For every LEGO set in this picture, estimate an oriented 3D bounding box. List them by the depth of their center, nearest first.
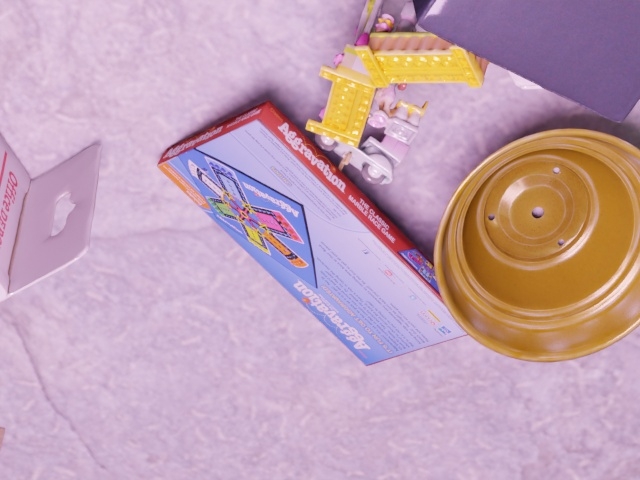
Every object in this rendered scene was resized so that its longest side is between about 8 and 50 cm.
[{"bbox_3d":[0.081,-0.152,1.541,0.132,0.107,0.287,31,149,-17],"label":"LEGO set"}]

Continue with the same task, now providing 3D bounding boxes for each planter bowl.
[{"bbox_3d":[0.198,-0.010,1.673,0.217,0.090,0.217,-3,114,-6],"label":"planter bowl"}]

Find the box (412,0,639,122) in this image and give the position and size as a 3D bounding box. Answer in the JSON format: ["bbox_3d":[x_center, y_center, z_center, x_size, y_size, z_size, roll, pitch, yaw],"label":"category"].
[{"bbox_3d":[0.209,-0.322,1.353,0.179,0.312,0.343,23,120,-22],"label":"box"}]

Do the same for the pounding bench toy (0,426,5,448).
[{"bbox_3d":[-0.349,0.206,1.813,0.083,0.052,0.065,18,118,-10],"label":"pounding bench toy"}]

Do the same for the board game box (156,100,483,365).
[{"bbox_3d":[0.000,0.000,1.680,0.145,0.027,0.281,-21,123,45],"label":"board game box"}]

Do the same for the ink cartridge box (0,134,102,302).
[{"bbox_3d":[-0.365,-0.002,1.607,0.353,0.207,0.119,-26,118,12],"label":"ink cartridge box"}]
